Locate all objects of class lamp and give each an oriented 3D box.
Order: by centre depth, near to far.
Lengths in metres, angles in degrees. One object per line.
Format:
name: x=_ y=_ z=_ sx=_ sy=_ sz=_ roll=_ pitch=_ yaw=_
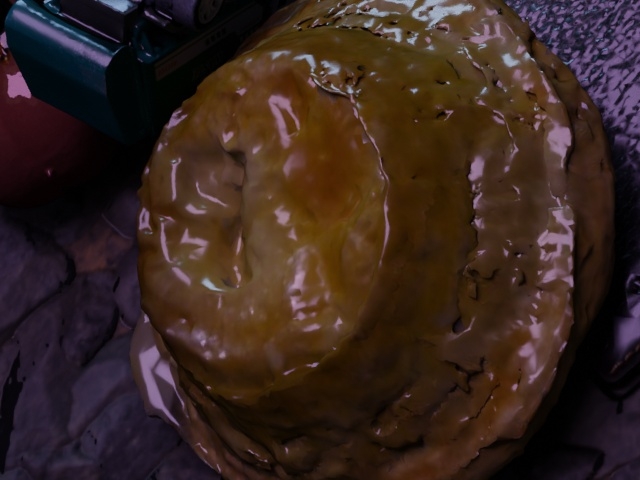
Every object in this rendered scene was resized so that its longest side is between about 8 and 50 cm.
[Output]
lamp: x=-0.200 y=-0.111 z=1.279 sx=0.182 sy=0.140 sz=0.182 roll=-17 pitch=53 yaw=24

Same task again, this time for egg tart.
egg tart: x=0.003 y=0.000 z=1.055 sx=0.341 sy=0.129 sz=0.341 roll=-7 pitch=78 yaw=37

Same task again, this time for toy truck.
toy truck: x=-0.087 y=-0.158 z=1.184 sx=0.114 sy=0.124 sz=0.253 roll=28 pitch=38 yaw=20

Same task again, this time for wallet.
wallet: x=0.168 y=-0.071 z=1.080 sx=0.221 sy=0.071 sz=0.262 roll=-40 pitch=56 yaw=4
